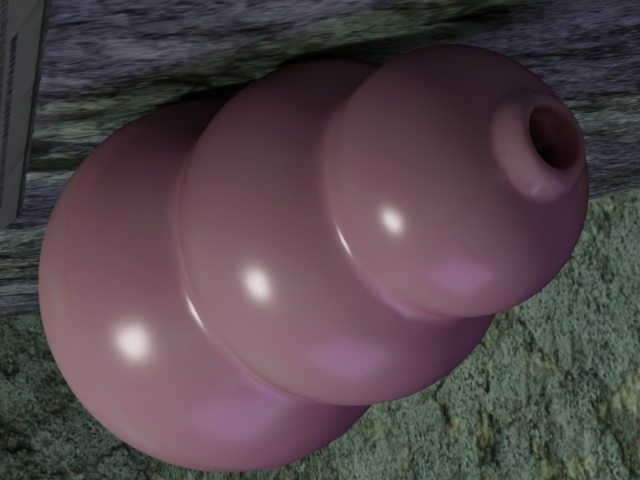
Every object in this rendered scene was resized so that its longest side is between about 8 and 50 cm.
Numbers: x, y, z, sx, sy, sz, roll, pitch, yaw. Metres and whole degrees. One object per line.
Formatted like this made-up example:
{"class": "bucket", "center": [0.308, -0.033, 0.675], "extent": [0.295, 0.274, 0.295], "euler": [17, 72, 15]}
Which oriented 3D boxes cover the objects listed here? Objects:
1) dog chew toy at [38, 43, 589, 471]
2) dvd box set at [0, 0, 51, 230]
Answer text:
{"class": "dog chew toy", "center": [0.000, 0.000, 0.909], "extent": [0.207, 0.206, 0.332], "euler": [-6, 167, -42]}
{"class": "dvd box set", "center": [-0.242, 0.076, 0.439], "extent": [0.420, 0.062, 0.307], "euler": [-44, 178, -16]}
